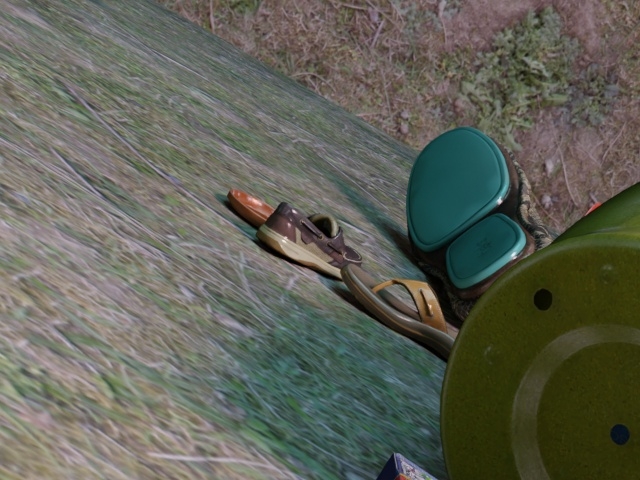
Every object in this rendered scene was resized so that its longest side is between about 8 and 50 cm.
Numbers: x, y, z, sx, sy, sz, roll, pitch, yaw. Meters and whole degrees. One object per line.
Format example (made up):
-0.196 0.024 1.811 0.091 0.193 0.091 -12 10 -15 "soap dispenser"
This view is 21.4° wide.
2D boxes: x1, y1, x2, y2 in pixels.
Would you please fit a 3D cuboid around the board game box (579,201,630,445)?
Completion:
0.343 0.130 1.399 0.316 0.064 0.242 26 -39 30 "board game box"

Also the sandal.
0.099 0.068 1.567 0.180 0.049 0.072 32 9 -1 "sandal"

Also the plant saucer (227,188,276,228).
-0.055 -0.022 1.642 0.083 0.013 0.083 31 8 -5 "plant saucer"

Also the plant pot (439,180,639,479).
0.264 0.103 1.125 0.366 0.366 0.353 37 21 26 "plant pot"

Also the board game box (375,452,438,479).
0.108 0.204 0.835 0.194 0.060 0.194 31 9 -7 "board game box"

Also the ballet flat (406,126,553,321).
0.204 0.022 1.947 0.182 0.164 0.483 52 8 -19 "ballet flat"

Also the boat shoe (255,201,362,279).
0.000 0.000 1.592 0.056 0.049 0.152 37 10 30 "boat shoe"
